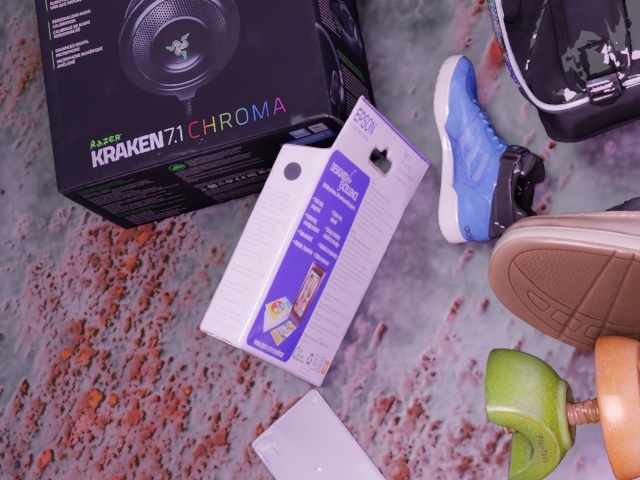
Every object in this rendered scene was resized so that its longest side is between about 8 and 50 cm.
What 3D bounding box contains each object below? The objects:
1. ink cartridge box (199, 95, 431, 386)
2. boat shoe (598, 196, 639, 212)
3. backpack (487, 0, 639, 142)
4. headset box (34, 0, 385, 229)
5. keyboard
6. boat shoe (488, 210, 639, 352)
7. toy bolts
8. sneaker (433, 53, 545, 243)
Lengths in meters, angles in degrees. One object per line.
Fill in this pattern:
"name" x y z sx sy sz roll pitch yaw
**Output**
"ink cartridge box" 0.000 0.000 1.515 0.045 0.206 0.208 26 86 21
"boat shoe" 0.266 0.054 1.469 0.065 0.075 0.206 -37 62 13
"backpack" 0.232 -0.220 1.487 0.225 0.191 0.253 -21 77 13
"headset box" -0.100 -0.183 1.641 0.246 0.131 0.283 -14 71 17
"keyboard" 0.042 0.234 1.547 0.072 0.014 0.256 -40 66 2
"boat shoe" 0.264 0.019 1.409 0.302 0.109 0.098 7 45 -9
"toy bolts" 0.212 0.202 1.365 0.158 0.228 0.218 -6 44 16
"sneaker" 0.138 -0.076 1.559 0.085 0.058 0.152 -4 79 26
